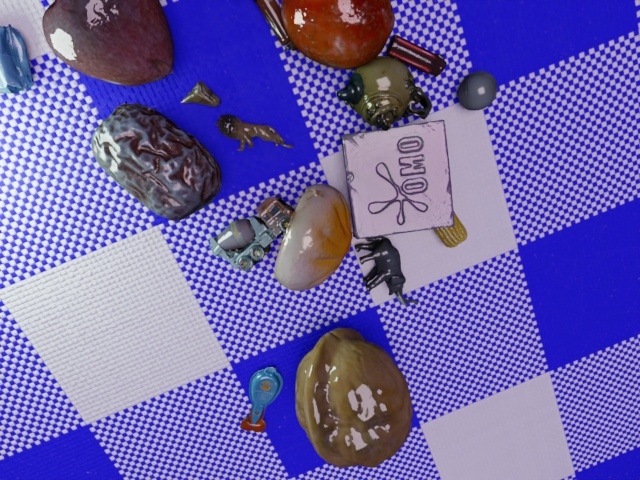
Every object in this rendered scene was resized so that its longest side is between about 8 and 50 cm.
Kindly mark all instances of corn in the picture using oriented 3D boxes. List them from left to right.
[{"bbox_3d":[0.377,-0.058,1.249,0.085,0.063,0.165,-30,104,14],"label":"corn"}]

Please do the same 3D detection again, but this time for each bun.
[{"bbox_3d":[0.000,0.000,1.090,0.164,0.299,0.299,19,102,2],"label":"bun"}]

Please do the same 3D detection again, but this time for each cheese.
[{"bbox_3d":[-0.195,0.522,1.354,0.106,0.037,0.256,16,104,-10],"label":"cheese"}]

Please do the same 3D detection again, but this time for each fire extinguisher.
[{"bbox_3d":[-0.106,-0.563,1.063,0.062,0.050,0.177,-37,107,-6],"label":"fire extinguisher"}]

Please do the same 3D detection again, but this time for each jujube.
[{"bbox_3d":[-0.410,-0.198,1.048,0.317,0.226,0.226,43,96,-10],"label":"jujube"}]

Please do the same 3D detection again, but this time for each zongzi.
[{"bbox_3d":[-0.316,-0.368,1.099,0.083,0.040,0.076,-41,113,17],"label":"zongzi"}]

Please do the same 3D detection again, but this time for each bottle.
[{"bbox_3d":[0.262,-0.498,1.120,0.164,0.060,0.060,19,102,-12],"label":"bottle"}]

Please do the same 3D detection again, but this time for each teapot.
[{"bbox_3d":[0.169,-0.362,1.069,0.269,0.173,0.183,10,61,-16],"label":"teapot"}]

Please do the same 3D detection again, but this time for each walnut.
[{"bbox_3d":[0.095,0.466,1.221,0.383,0.383,0.384,-2,105,-6],"label":"walnut"}]

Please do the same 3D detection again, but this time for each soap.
[{"bbox_3d":[-0.864,-0.429,0.994,0.293,0.077,0.156,-5,105,-6],"label":"soap"},{"bbox_3d":[0.210,-0.166,1.152,0.285,0.107,0.297,-9,98,5],"label":"soap"}]

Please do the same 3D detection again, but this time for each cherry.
[{"bbox_3d":[-0.477,-0.493,0.954,0.307,0.221,0.261,32,108,-27],"label":"cherry"}]

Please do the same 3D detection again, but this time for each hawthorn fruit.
[{"bbox_3d":[0.047,-0.551,0.979,0.284,0.284,0.285,-2,105,-6],"label":"hawthorn fruit"}]

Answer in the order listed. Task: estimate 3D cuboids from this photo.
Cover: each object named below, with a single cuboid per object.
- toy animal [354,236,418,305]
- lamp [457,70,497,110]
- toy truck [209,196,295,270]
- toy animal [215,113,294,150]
[{"bbox_3d":[0.194,0.108,1.263,0.137,0.082,0.270,-24,106,1],"label":"toy animal"},{"bbox_3d":[0.432,-0.411,1.141,0.105,0.105,0.105,-2,105,-6],"label":"lamp"},{"bbox_3d":[-0.187,-0.022,1.174,0.256,0.108,0.140,-43,92,9],"label":"toy truck"},{"bbox_3d":[-0.179,-0.278,1.123,0.219,0.069,0.086,14,93,-12],"label":"toy animal"}]
